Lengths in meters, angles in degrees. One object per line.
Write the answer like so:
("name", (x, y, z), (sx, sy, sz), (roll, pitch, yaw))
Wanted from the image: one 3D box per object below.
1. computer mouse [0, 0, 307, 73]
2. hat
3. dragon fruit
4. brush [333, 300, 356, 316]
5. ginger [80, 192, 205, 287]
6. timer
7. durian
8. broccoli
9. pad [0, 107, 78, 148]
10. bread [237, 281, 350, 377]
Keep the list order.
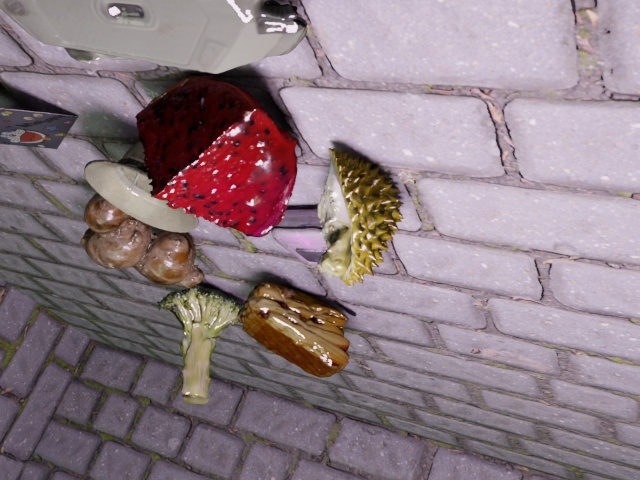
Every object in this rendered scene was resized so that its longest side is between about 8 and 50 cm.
("computer mouse", (-0.225, -0.346, 0.968), (0.429, 0.145, 0.228), (8, 148, 5))
("hat", (-0.351, -0.138, 1.537), (0.257, 0.130, 0.257), (19, 157, 8))
("dragon fruit", (-0.191, -0.114, 1.315), (0.302, 0.240, 0.330), (28, 158, 40))
("brush", (0.067, 0.187, 2.012), (0.083, 0.008, 0.024), (35, 156, -26))
("ginger", (-0.466, 0.014, 1.929), (0.375, 0.176, 0.256), (34, 139, -24))
("timer", (0.000, 0.000, 1.596), (0.209, 0.069, 0.191), (-2, 149, 42))
("durian", (0.056, -0.019, 1.356), (0.167, 0.172, 0.306), (24, 152, 9))
("broccoli", (-0.353, 0.318, 2.273), (0.252, 0.361, 0.221), (-7, 170, -38))
("pad", (-0.655, -0.247, 1.638), (0.170, 0.006, 0.245), (3, 169, -30))
("bread", (-0.061, 0.235, 2.034), (0.325, 0.167, 0.277), (34, 157, -3))
